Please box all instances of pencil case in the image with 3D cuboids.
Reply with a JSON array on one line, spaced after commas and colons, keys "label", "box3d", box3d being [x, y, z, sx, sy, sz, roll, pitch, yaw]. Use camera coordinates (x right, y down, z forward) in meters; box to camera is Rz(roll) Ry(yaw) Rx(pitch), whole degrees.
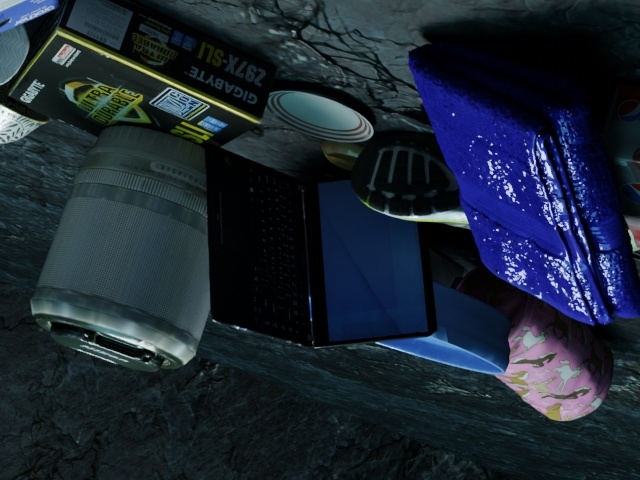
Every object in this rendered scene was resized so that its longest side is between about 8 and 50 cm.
[{"label": "pencil case", "box3d": [0.342, 0.173, 2.097, 0.167, 0.160, 0.386, 6, 162, 37]}]

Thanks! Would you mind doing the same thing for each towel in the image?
[{"label": "towel", "box3d": [0.206, -0.052, 1.331, 0.227, 0.076, 0.308, 26, 152, 43]}]

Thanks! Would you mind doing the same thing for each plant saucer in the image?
[{"label": "plant saucer", "box3d": [0.039, -0.108, 1.706, 0.083, 0.015, 0.083, 16, 165, 4]}]

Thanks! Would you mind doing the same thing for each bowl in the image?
[{"label": "bowl", "box3d": [-0.457, -0.180, 1.741, 0.170, 0.080, 0.170, 36, -170, -7]}, {"label": "bowl", "box3d": [0.082, 0.092, 1.821, 0.391, 0.077, 0.391, 18, 172, 3]}]

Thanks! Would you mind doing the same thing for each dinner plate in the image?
[{"label": "dinner plate", "box3d": [-0.002, -0.155, 1.580, 0.141, 0.017, 0.141, 17, 166, 5]}]

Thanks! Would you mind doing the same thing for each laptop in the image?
[{"label": "laptop", "box3d": [0.000, 0.000, 1.590, 0.136, 0.234, 0.264, -24, 149, 37]}]

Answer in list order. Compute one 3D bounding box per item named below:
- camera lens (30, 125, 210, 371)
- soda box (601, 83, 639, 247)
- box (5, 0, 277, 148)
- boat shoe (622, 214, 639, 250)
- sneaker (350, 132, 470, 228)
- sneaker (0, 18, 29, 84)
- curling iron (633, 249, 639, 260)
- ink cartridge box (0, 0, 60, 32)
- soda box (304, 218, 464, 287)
[{"label": "camera lens", "box3d": [-0.233, 0.017, 1.669, 0.219, 0.274, 0.219, 16, 166, 4]}, {"label": "soda box", "box3d": [0.365, -0.066, 1.359, 0.092, 0.084, 0.263, 11, 164, 26]}, {"label": "box", "box3d": [-0.230, -0.192, 1.596, 0.257, 0.079, 0.322, 21, 165, -20]}, {"label": "boat shoe", "box3d": [0.412, -0.010, 1.595, 0.133, 0.042, 0.049, 3, 134, 41]}, {"label": "sneaker", "box3d": [0.179, -0.052, 1.582, 0.299, 0.111, 0.121, 13, 168, 23]}, {"label": "sneaker", "box3d": [-0.494, -0.251, 1.472, 0.315, 0.128, 0.182, 15, -174, -17]}, {"label": "curling iron", "box3d": [0.331, -0.007, 1.703, 0.273, 0.035, 0.068, 12, 160, 18]}, {"label": "ink cartridge box", "box3d": [-0.359, -0.278, 1.260, 0.065, 0.185, 0.311, 61, 169, 12]}, {"label": "soda box", "box3d": [0.096, 0.032, 1.996, 0.098, 0.091, 0.286, 4, 160, 45]}]
